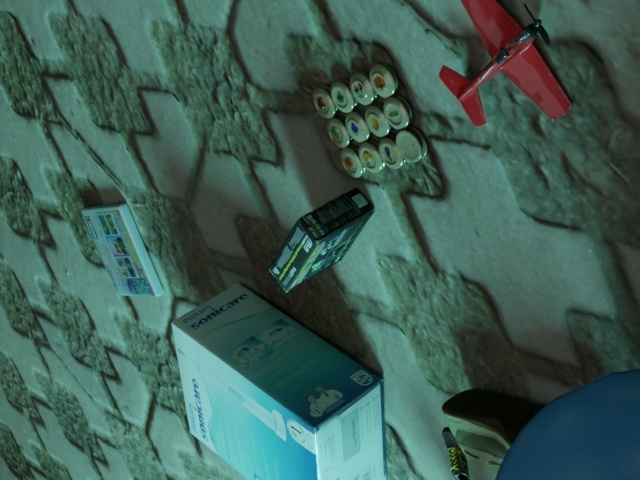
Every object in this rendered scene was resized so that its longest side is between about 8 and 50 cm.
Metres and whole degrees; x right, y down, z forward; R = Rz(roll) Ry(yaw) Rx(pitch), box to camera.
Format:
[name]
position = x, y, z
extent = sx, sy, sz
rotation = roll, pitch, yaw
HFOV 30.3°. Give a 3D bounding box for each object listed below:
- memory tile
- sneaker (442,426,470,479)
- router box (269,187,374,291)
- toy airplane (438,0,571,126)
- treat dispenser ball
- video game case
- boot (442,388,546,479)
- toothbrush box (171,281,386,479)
[memory tile]
position = 0.050, -0.126, 1.277
extent = 0.148, 0.012, 0.113
rotation = -11, 106, 56
[sneaker]
position = 0.167, 0.260, 1.404
extent = 0.083, 0.035, 0.031
rotation = 57, 147, 4
[router box]
position = 0.000, 0.000, 1.372
extent = 0.038, 0.092, 0.122
rotation = 51, 146, 13
[toy airplane]
position = 0.159, -0.161, 1.084
extent = 0.151, 0.028, 0.151
rotation = 33, 140, 34
[treat dispenser ball]
position = 0.286, 0.252, 0.999
extent = 0.288, 0.288, 0.288
rotation = 34, 140, 35
[video game case]
position = -0.318, 0.016, 1.891
extent = 0.143, 0.019, 0.157
rotation = -2, 113, 54
[boot]
position = 0.228, 0.261, 1.284
extent = 0.213, 0.077, 0.165
rotation = 15, 126, 55
[toothbrush box]
position = -0.057, 0.226, 1.599
extent = 0.295, 0.126, 0.216
rotation = 29, 138, 38
